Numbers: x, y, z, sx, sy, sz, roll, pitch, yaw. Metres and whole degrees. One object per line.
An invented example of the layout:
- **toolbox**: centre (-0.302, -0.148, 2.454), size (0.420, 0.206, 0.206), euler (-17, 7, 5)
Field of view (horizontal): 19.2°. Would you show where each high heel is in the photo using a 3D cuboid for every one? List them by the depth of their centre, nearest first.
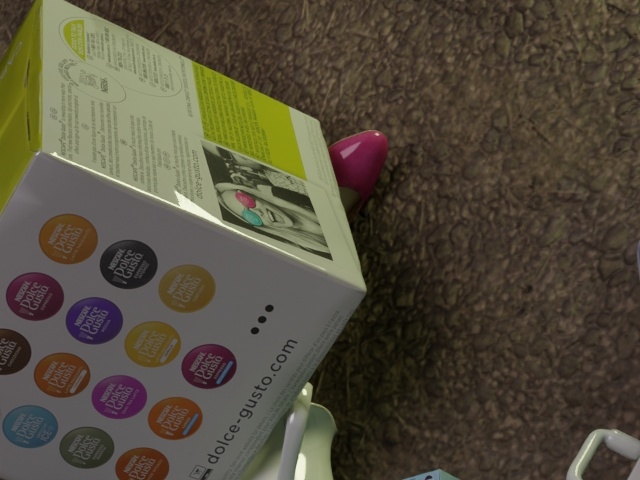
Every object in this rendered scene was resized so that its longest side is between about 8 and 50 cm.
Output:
- **high heel**: centre (0.000, 0.000, 1.968), size (0.244, 0.082, 0.117), euler (-46, 40, 17)

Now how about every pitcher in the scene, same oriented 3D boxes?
- **pitcher**: centre (-0.038, 0.247, 1.817), size (0.125, 0.178, 0.207), euler (9, 67, 3)

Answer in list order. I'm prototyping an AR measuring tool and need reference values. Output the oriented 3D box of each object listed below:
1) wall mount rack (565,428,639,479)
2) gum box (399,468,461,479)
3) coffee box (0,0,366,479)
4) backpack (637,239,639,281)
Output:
- **wall mount rack**: centre (0.360, 0.167, 1.402), size (0.304, 0.130, 0.350), euler (31, 126, 12)
- **gum box**: centre (0.074, 0.268, 1.721), size (0.184, 0.157, 0.041), euler (-20, 56, 31)
- **coffee box**: centre (-0.201, 0.024, 1.837), size (0.337, 0.334, 0.338), euler (-57, 23, 24)
- **backpack**: centre (0.379, 0.085, 1.556), size (0.225, 0.191, 0.253), euler (-17, 64, 30)
